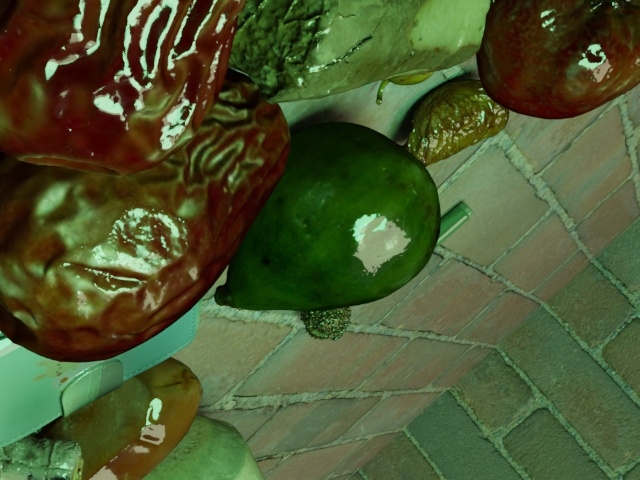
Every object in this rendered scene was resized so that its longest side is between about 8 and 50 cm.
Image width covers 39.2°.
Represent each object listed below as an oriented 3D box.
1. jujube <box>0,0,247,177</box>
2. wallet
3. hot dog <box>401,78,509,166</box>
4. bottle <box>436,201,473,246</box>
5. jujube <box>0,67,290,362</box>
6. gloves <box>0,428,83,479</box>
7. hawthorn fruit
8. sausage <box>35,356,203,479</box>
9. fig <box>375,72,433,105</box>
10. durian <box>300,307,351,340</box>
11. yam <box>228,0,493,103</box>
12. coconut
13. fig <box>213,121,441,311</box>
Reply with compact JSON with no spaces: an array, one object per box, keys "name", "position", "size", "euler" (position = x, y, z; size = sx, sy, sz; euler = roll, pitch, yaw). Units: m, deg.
[{"name":"jujube","position":[-0.106,-0.144,0.478],"size":[0.230,0.155,0.155],"euler":[-58,155,17]},{"name":"wallet","position":[-0.228,0.089,0.840],"size":[0.250,0.075,0.176],"euler":[-28,153,-29]},{"name":"hot dog","position":[0.151,-0.135,1.055],"size":[0.147,0.065,0.099],"euler":[-26,156,-19]},{"name":"bottle","position":[0.202,-0.025,1.419],"size":[0.083,0.030,0.030],"euler":[-40,160,-2]},{"name":"jujube","position":[-0.133,-0.030,0.647],"size":[0.255,0.190,0.190],"euler":[-48,167,-34]},{"name":"gloves","position":[-0.317,0.230,0.923],"size":[0.110,0.144,0.094],"euler":[-55,-163,35]},{"name":"hawthorn fruit","position":[0.239,-0.208,0.911],"size":[0.185,0.185,0.202],"euler":[-32,174,-21]},{"name":"sausage","position":[-0.247,0.231,1.028],"size":[0.258,0.133,0.133],"euler":[-42,160,-2]},{"name":"fig","position":[0.080,-0.168,0.891],"size":[0.050,0.050,0.083],"euler":[-16,159,-48]},{"name":"durian","position":[0.010,0.102,1.297],"size":[0.080,0.080,0.091],"euler":[76,37,-68]},{"name":"yam","position":[0.029,-0.179,0.672],"size":[0.238,0.129,0.128],"euler":[-20,-173,-42]},{"name":"coconut","position":[-0.179,0.390,1.260],"size":[0.237,0.237,0.266],"euler":[-33,116,-19]},{"name":"fig","position":[0.000,0.000,0.891],"size":[0.245,0.195,0.195],"euler":[-45,159,3]}]
